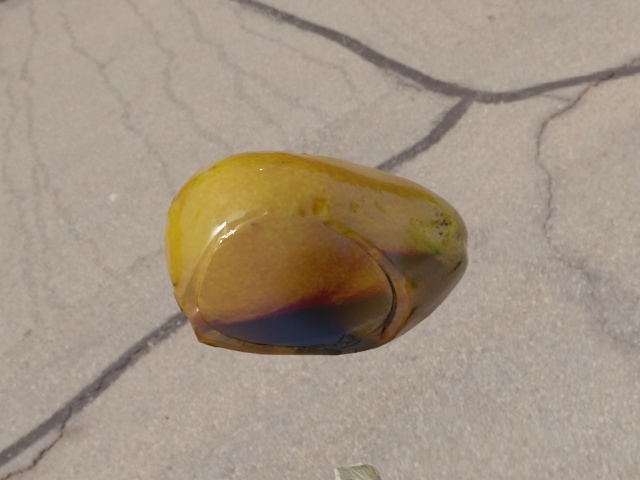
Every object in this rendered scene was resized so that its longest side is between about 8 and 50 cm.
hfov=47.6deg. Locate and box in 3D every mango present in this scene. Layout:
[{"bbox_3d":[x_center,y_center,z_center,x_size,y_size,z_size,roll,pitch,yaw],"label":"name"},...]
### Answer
[{"bbox_3d":[0.000,0.000,0.566,0.236,0.136,0.166,6,12,-10],"label":"mango"}]

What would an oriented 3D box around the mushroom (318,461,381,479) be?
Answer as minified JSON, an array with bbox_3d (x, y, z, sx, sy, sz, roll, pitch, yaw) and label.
[{"bbox_3d":[0.033,0.587,1.444,0.298,0.289,0.297,13,29,-8],"label":"mushroom"}]
